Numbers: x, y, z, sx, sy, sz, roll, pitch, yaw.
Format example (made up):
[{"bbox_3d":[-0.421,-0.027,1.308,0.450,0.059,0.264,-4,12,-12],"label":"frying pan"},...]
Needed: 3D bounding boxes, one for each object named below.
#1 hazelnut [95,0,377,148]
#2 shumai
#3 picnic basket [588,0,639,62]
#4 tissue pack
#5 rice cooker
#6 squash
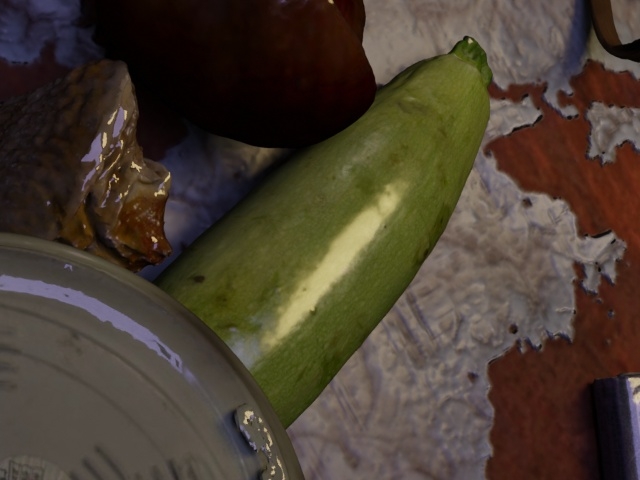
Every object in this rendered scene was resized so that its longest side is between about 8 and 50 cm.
[{"bbox_3d":[-0.042,-0.144,1.142,0.202,0.170,0.160,37,98,27],"label":"hazelnut"},{"bbox_3d":[-0.142,-0.025,1.124,0.116,0.146,0.145,40,66,-37],"label":"shumai"},{"bbox_3d":[0.216,-0.206,1.292,0.138,0.128,0.178,11,67,-20],"label":"picnic basket"},{"bbox_3d":[0.245,0.164,1.286,0.112,0.051,0.156,-3,82,-22],"label":"tissue pack"},{"bbox_3d":[-0.187,0.193,0.936,0.335,0.325,0.335,10,60,-18],"label":"rice cooker"},{"bbox_3d":[0.005,0.003,1.173,0.118,0.118,0.370,49,63,-9],"label":"squash"}]
